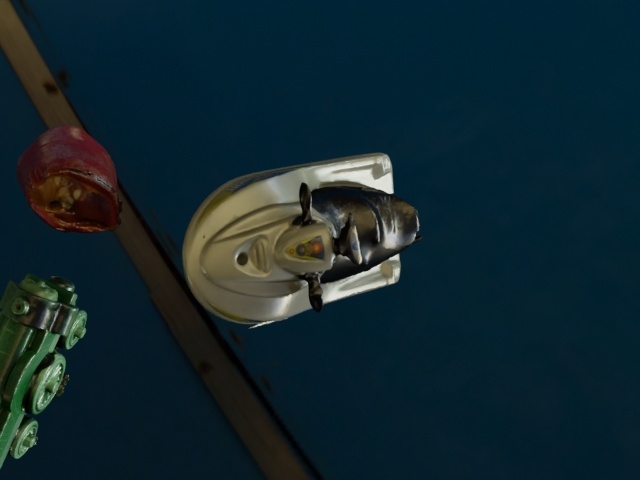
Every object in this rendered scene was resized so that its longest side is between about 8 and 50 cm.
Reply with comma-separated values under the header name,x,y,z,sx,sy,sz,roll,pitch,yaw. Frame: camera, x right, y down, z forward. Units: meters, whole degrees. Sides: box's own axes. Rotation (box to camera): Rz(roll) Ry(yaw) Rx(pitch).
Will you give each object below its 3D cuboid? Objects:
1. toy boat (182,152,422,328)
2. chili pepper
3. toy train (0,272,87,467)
name,x,y,z,sx,sy,sz,roll,pitch,yaw
toy boat,-0.002,-0.001,1.026,0.140,0.269,0.141,6,-78,28
chili pepper,-0.229,-0.061,1.044,0.084,0.192,0.086,-23,-64,-8
toy train,-0.263,0.111,0.984,0.071,0.104,0.178,23,-95,10
